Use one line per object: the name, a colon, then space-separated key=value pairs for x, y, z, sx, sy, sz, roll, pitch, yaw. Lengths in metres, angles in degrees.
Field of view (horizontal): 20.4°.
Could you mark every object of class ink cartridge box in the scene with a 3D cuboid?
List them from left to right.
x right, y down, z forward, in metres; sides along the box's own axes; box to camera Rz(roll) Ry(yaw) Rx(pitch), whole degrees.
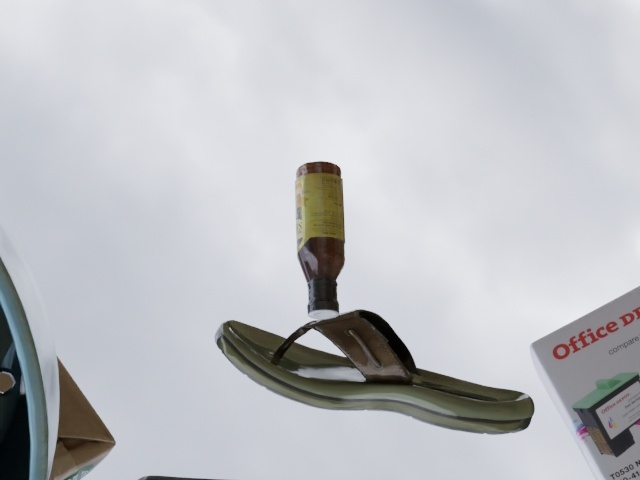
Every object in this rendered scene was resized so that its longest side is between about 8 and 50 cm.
ink cartridge box: x=0.376 y=0.193 z=1.902 sx=0.278 sy=0.201 sz=0.117 roll=63 pitch=-178 yaw=25

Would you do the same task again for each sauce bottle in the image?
sauce bottle: x=0.000 y=0.000 z=1.447 sx=0.042 sy=0.042 sz=0.128 roll=22 pitch=-122 yaw=-44

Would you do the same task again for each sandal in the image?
sandal: x=0.052 y=0.109 z=1.642 sx=0.303 sy=0.086 sz=0.120 roll=11 pitch=-168 yaw=-2

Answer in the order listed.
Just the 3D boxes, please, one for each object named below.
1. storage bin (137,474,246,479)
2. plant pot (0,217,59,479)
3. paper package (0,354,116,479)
storage bin: x=-0.060 y=0.241 z=1.093 sx=0.084 sy=0.122 sz=0.180 roll=-61 pitch=-36 yaw=-49
plant pot: x=-0.227 y=0.060 z=0.727 sx=0.271 sy=0.271 sz=0.255 roll=46 pitch=-177 yaw=-3
paper package: x=-0.381 y=0.146 z=1.791 sx=0.309 sy=0.168 sz=0.325 roll=54 pitch=159 yaw=-2
